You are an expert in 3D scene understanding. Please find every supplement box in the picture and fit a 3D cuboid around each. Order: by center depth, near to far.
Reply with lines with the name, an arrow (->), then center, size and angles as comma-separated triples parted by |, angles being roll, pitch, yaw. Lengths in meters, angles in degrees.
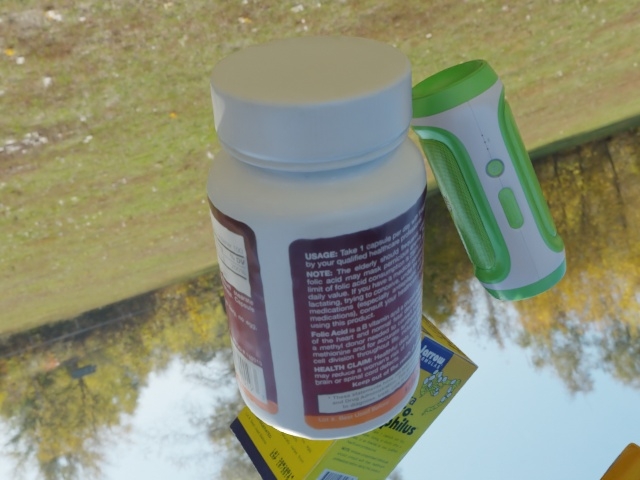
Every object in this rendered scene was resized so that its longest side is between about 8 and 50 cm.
supplement box -> 0.054, 0.266, 1.225 | 0.356, 0.194, 0.195 | -52, 135, 6

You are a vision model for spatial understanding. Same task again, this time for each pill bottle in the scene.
pill bottle -> 0.000, 0.000, 0.775 | 0.224, 0.392, 0.224 | -2, -147, 1

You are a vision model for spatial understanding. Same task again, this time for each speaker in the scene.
speaker -> 0.214, -0.073, 0.927 | 0.131, 0.296, 0.131 | -24, -161, 9

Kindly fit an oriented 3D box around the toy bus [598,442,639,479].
toy bus -> 0.223, 0.346, 0.649 | 0.332, 0.108, 0.130 | -52, 153, 1
